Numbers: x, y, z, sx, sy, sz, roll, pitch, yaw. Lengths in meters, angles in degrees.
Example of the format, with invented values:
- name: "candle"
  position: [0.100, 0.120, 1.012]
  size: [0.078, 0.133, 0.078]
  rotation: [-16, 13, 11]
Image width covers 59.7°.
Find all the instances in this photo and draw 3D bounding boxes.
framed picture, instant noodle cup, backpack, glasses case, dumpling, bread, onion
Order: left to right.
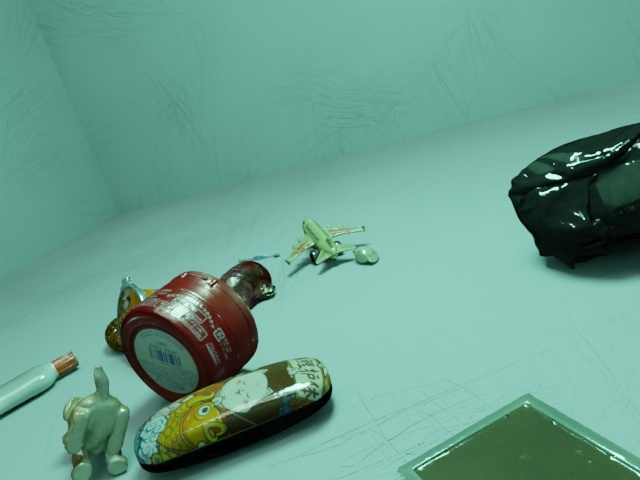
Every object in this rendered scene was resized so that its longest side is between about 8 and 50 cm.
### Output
- name: "bread"
  position: [-0.465, 0.219, 1.434]
  size: [0.193, 0.064, 0.193]
  rotation: [-13, 17, 4]
- name: "instant noodle cup"
  position: [-0.382, 0.183, 1.299]
  size: [0.125, 0.208, 0.177]
  rotation: [-4, 1, -38]
- name: "glasses case"
  position: [-0.136, 0.272, 0.887]
  size: [0.321, 0.082, 0.122]
  rotation: [-20, 15, -6]
- name: "onion"
  position: [-0.198, 0.111, 1.438]
  size: [0.151, 0.098, 0.206]
  rotation: [-12, 17, 25]
- name: "dumpling"
  position: [0.121, 0.035, 1.454]
  size: [0.059, 0.043, 0.077]
  rotation: [-9, 2, -31]
- name: "framed picture"
  position: [0.241, 0.274, 0.606]
  size: [0.216, 0.016, 0.273]
  rotation: [-22, 17, -16]
- name: "backpack"
  position: [0.612, -0.104, 1.035]
  size: [0.363, 0.255, 0.445]
  rotation: [-27, 5, -32]

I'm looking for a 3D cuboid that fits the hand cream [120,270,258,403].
- name: "hand cream"
  position: [-0.243, 0.183, 1.036]
  size: [0.230, 0.230, 0.149]
  rotation: [-7, 21, 33]

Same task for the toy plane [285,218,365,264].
- name: "toy plane"
  position: [0.000, 0.000, 1.579]
  size: [0.242, 0.104, 0.256]
  rotation: [-24, 17, -11]

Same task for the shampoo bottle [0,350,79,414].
- name: "shampoo bottle"
  position: [-0.679, 0.333, 1.305]
  size: [0.221, 0.051, 0.108]
  rotation: [-31, 18, -35]

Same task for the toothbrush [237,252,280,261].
- name: "toothbrush"
  position: [-0.196, 0.054, 1.770]
  size: [0.162, 0.014, 0.017]
  rotation: [-9, 0, 31]

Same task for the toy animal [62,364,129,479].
- name: "toy animal"
  position: [-0.385, 0.286, 0.955]
  size: [0.104, 0.184, 0.185]
  rotation: [3, 1, -22]
